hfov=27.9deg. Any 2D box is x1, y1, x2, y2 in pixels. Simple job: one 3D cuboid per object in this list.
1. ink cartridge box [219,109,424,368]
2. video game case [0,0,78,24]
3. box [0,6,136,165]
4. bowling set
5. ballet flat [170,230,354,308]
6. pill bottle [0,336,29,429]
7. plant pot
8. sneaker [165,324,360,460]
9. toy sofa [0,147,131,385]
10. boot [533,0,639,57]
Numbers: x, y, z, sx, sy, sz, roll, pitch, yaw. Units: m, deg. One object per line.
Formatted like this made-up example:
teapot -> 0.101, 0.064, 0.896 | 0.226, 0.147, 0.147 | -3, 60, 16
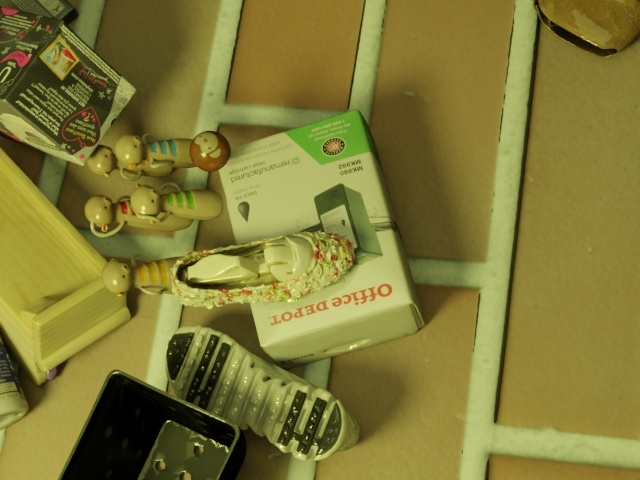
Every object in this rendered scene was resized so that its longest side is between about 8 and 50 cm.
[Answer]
ink cartridge box -> 0.000, 0.000, 1.723 | 0.211, 0.121, 0.289 | -17, 68, 5
video game case -> -0.537, -0.321, 2.003 | 0.274, 0.026, 0.196 | -44, 68, -6
box -> -0.408, -0.219, 1.817 | 0.247, 0.163, 0.142 | 21, 73, 48
bowling set -> -0.222, -0.082, 1.716 | 0.154, 0.200, 0.287 | 1, 44, -30
ballet flat -> -0.078, 0.036, 1.620 | 0.241, 0.077, 0.091 | -14, 68, 10
pill bottle -> -0.479, 0.167, 1.748 | 0.112, 0.112, 0.187 | -26, 77, 1
plant pot -> -0.194, 0.293, 1.624 | 0.188, 0.167, 0.187 | 22, 82, 19
sneaker -> -0.077, 0.201, 1.674 | 0.292, 0.118, 0.110 | 27, 91, 26
toy sofa -> -0.433, 0.015, 1.808 | 0.150, 0.177, 0.362 | -34, 65, -29
boot -> 0.321, -0.370, 1.813 | 0.305, 0.112, 0.115 | 38, 91, 19
